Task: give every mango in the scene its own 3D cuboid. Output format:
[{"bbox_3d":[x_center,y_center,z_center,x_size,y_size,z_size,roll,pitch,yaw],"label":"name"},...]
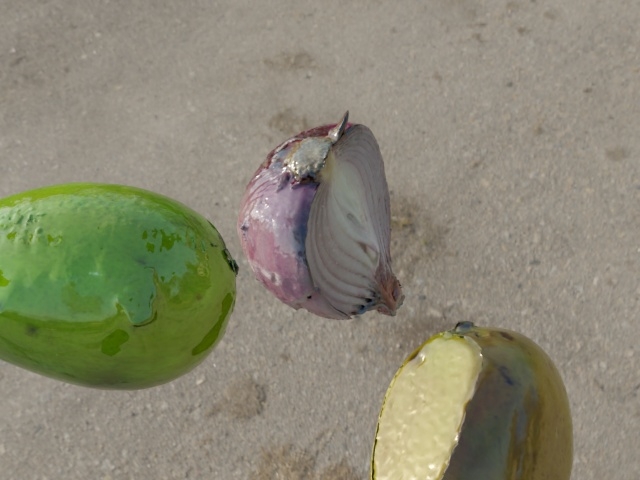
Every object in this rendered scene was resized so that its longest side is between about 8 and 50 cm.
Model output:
[{"bbox_3d":[-0.137,0.026,0.409,0.178,0.100,0.119,4,81,-12],"label":"mango"},{"bbox_3d":[0.120,0.192,0.573,0.130,0.167,0.262,-22,34,55],"label":"mango"}]

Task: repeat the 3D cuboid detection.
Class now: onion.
[{"bbox_3d":[0.000,0.000,1.022,0.159,0.349,0.267,8,52,31],"label":"onion"}]
